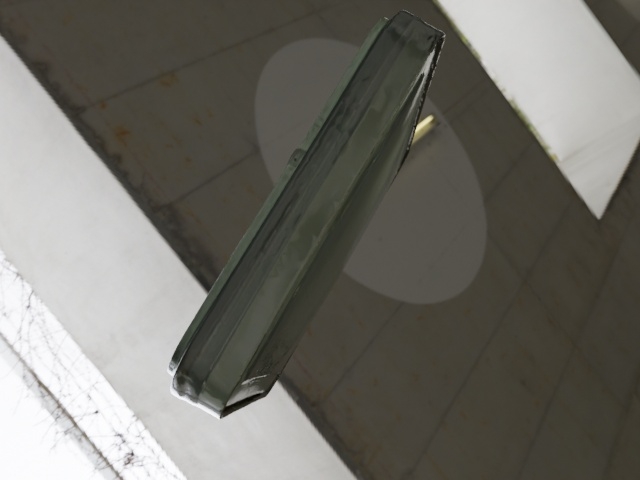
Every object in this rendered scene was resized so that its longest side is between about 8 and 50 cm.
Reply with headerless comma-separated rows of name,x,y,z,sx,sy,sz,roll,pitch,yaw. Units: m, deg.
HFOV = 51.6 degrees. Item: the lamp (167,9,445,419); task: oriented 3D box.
lamp,0.000,0.000,0.498,0.047,0.266,0.269,30,-98,9
